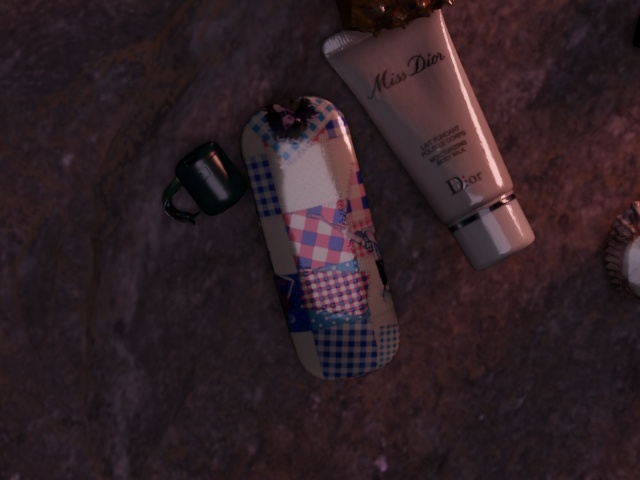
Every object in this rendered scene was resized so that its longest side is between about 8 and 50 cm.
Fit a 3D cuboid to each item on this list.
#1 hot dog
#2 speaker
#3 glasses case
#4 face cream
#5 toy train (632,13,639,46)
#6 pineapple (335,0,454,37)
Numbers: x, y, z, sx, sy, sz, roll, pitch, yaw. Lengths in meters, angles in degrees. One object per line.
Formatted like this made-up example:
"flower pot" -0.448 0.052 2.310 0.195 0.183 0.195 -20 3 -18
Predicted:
"hot dog" 0.459 -0.005 1.739 0.268 0.075 0.144 -10 95 0
"speaker" -0.134 -0.062 1.712 0.094 0.060 0.075 -29 101 37
"glasses case" 0.000 0.000 1.711 0.125 0.076 0.327 -14 98 0
"face cream" 0.135 -0.117 1.707 0.143 0.089 0.314 -29 88 0
"toy train" 0.421 -0.284 1.699 0.111 0.071 0.170 10 97 3
"pineapple" 0.137 -0.329 1.647 0.279 0.158 0.157 -20 99 -10
